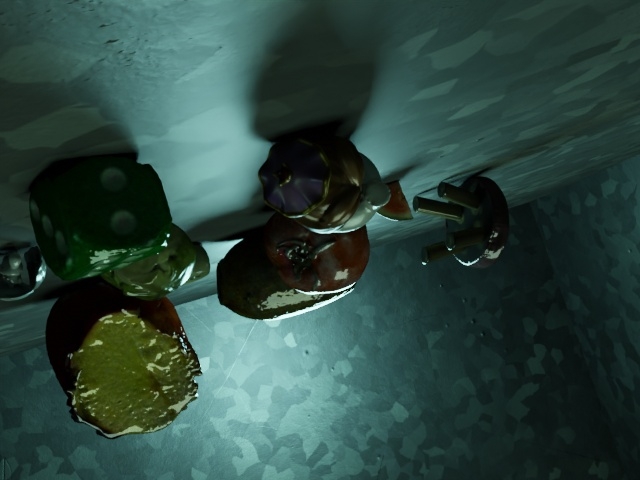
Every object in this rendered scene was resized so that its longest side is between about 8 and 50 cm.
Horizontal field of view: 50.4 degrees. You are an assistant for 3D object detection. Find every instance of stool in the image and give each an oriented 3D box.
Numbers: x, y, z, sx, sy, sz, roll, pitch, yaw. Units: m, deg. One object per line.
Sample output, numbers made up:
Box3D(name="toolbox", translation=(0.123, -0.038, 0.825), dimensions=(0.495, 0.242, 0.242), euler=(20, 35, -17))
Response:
Box3D(name="stool", translation=(0.396, -0.051, 1.954), dimensions=(0.179, 0.271, 0.272), euler=(-1, 168, -21))

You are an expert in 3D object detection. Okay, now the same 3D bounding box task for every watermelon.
Box3D(name="watermelon", translation=(0.159, -0.105, 1.633), dimensions=(0.136, 0.125, 0.094), euler=(8, 130, -33))

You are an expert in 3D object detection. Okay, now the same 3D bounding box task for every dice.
Box3D(name="dice", translation=(-0.263, -0.025, 0.817), dimensions=(0.131, 0.120, 0.128), euler=(-14, 173, -41))

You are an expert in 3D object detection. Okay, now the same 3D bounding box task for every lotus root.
Box3D(name="lotus root", translation=(-0.099, 0.079, 1.755), dimensions=(0.346, 0.250, 0.250), euler=(-13, 173, -13))

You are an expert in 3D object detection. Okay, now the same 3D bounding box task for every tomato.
Box3D(name="tomato", translation=(0.002, 0.003, 1.441), dimensions=(0.232, 0.232, 0.188), euler=(-22, -163, 38))

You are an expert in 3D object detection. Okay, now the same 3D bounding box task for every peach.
Box3D(name="peach", translation=(-0.499, 0.299, 1.750), dimensions=(0.339, 0.416, 0.353), euler=(-23, 174, -9))

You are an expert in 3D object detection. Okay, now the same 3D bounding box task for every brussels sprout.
Box3D(name="brussels sprout", translation=(-0.297, 0.030, 1.169), dimensions=(0.162, 0.143, 0.181), euler=(21, 174, -17))

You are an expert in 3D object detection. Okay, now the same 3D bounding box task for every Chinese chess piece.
Box3D(name="Chinese chess piece", translation=(-0.356, 0.069, 1.615), dimensions=(0.189, 0.083, 0.188), euler=(-16, 172, -2))

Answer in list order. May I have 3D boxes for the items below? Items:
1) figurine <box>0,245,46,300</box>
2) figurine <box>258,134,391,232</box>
Box3D(name="figurine", translation=(-0.485, 0.047, 1.087), dimensions=(0.082, 0.086, 0.094), euler=(6, -158, -39))
Box3D(name="figurine", translation=(0.010, -0.081, 1.025), dimensions=(0.190, 0.142, 0.263), euler=(5, 180, 17))
